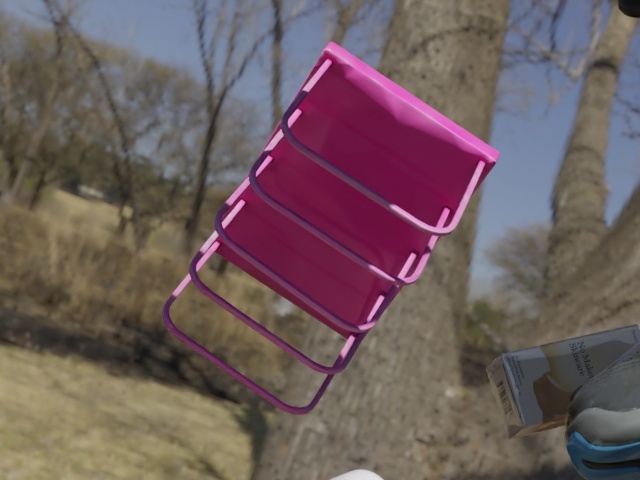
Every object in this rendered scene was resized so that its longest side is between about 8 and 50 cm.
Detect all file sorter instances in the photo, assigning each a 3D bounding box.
[{"bbox_3d":[0.000,0.000,1.335,0.202,0.291,0.182,34,36,-1],"label":"file sorter"}]

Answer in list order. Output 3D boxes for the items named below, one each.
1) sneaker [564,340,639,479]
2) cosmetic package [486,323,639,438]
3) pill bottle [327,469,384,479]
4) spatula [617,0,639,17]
[{"bbox_3d":[0.260,0.022,0.779,0.140,0.340,0.125,53,-22,23],"label":"sneaker"},{"bbox_3d":[0.189,0.105,1.007,0.115,0.060,0.041,-12,-18,-16],"label":"cosmetic package"},{"bbox_3d":[-0.097,0.372,1.154,0.407,0.229,0.229,-21,7,-13],"label":"pill bottle"},{"bbox_3d":[0.269,-0.213,0.676,0.030,0.296,0.084,23,33,-46],"label":"spatula"}]
